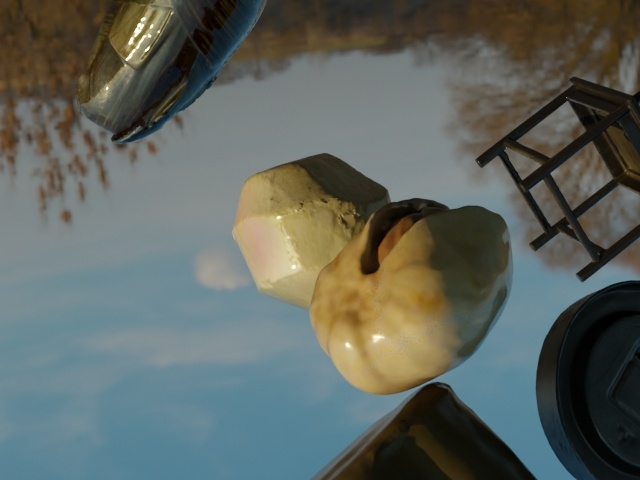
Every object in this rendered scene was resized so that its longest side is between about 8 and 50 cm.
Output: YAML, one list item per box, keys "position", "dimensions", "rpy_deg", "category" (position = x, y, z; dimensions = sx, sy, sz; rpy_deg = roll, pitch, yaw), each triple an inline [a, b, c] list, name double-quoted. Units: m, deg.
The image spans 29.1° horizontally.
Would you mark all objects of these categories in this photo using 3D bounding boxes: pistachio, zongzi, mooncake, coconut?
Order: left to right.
- position: [-0.217, -0.329, 1.845]
  dimensions: [0.208, 0.403, 0.432]
  rpy_deg: [37, 177, -9]
  category: "zongzi"
- position: [0.000, 0.000, 1.817]
  dimensions: [0.259, 0.259, 0.259]
  rpy_deg: [-6, -168, 1]
  category: "coconut"
- position: [0.077, 0.402, 1.592]
  dimensions: [0.467, 0.262, 0.467]
  rpy_deg: [-40, 175, -4]
  category: "mooncake"
- position: [0.127, 0.067, 1.597]
  dimensions: [0.229, 0.237, 0.321]
  rpy_deg: [17, -140, 35]
  category: "pistachio"

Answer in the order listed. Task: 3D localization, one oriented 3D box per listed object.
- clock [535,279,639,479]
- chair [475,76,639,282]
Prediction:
- position: [0.451, 0.218, 1.761]
  dimensions: [0.319, 0.318, 0.066]
  rpy_deg: [-13, 174, -27]
  category: "clock"
- position: [0.322, -0.101, 1.314]
  dimensions: [0.260, 0.154, 0.141]
  rpy_deg: [-37, -157, -3]
  category: "chair"
